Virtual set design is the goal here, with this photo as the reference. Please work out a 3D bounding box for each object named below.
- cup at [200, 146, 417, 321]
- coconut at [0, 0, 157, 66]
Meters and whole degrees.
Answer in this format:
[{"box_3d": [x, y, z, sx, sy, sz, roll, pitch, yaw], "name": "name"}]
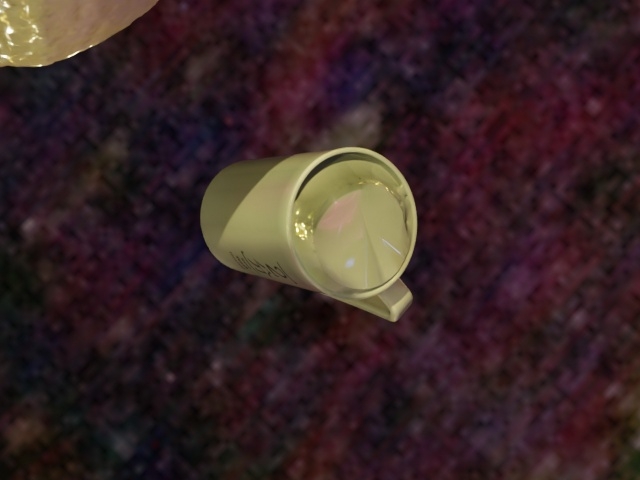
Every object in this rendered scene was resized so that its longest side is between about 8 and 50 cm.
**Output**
[{"box_3d": [0.000, 0.000, 1.019, 0.074, 0.104, 0.116, -51, -156, -19], "name": "cup"}, {"box_3d": [-0.146, -0.203, 0.850, 0.259, 0.259, 0.259, -40, 159, -19], "name": "coconut"}]
